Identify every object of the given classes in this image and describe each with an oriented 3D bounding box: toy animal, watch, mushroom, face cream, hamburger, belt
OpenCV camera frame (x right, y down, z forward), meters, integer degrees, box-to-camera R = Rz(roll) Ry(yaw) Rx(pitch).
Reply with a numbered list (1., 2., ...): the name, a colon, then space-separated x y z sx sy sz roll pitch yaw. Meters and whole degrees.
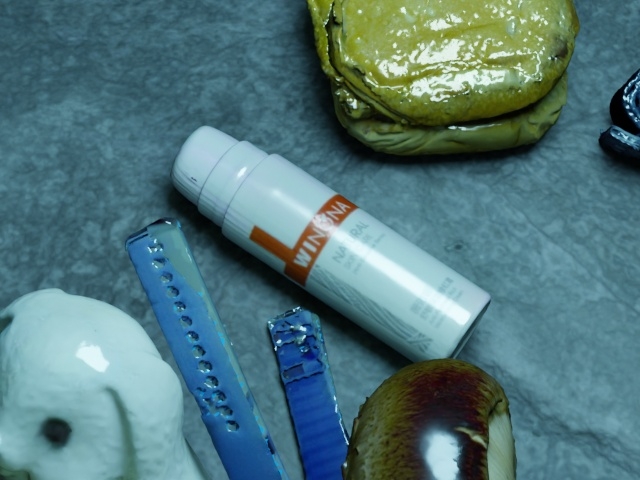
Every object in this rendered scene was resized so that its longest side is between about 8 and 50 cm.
1. toy animal: -0.194 0.166 1.086 0.249 0.289 0.174 43 61 -6
2. watch: -0.049 0.143 1.115 0.068 0.276 0.274 -23 62 19
3. mushroom: 0.112 0.242 1.092 0.163 0.278 0.297 -19 45 27
4. face cream: 0.000 0.000 1.284 0.345 0.102 0.102 33 62 11
5. hamburger: 0.126 -0.234 1.397 0.319 0.158 0.318 3 61 -5
6. belt: 0.418 -0.116 1.394 0.218 0.128 0.122 25 90 6
